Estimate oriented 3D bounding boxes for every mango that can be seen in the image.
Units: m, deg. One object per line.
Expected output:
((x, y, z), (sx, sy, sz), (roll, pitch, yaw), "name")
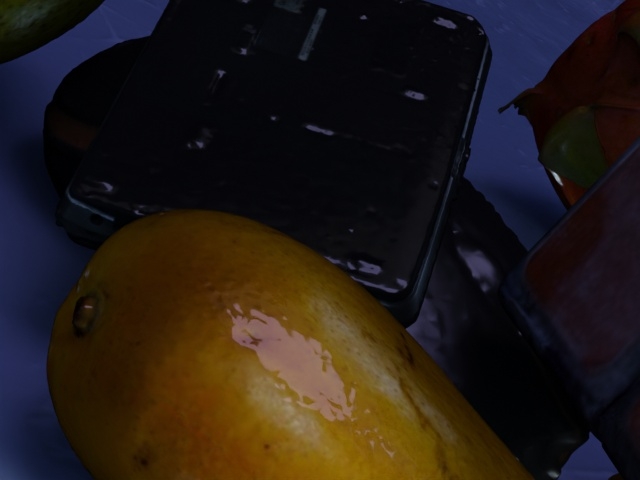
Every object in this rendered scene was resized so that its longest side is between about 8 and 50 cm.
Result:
((0.002, 0.076, 0.607), (0.219, 0.112, 0.145), (35, 14, 4), "mango")

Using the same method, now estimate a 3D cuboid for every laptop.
((-0.010, -0.055, 0.743), (0.154, 0.026, 0.207), (16, 43, 4), "laptop")

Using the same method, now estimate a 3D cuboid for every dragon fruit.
((0.258, -0.064, 1.174), (0.227, 0.224, 0.224), (44, 23, 25), "dragon fruit")

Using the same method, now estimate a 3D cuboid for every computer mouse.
((0.002, -0.004, 0.807), (0.323, 0.116, 0.183), (40, 28, 24), "computer mouse")

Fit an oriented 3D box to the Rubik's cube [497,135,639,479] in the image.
((0.338, 0.059, 0.638), (0.363, 0.359, 0.362), (39, 13, -31), "Rubik's cube")

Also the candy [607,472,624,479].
((0.176, 0.130, 0.828), (0.053, 0.046, 0.182), (44, 28, 26), "candy")

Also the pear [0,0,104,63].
((-0.200, -0.210, 0.798), (0.294, 0.294, 0.294), (27, 20, -10), "pear")
